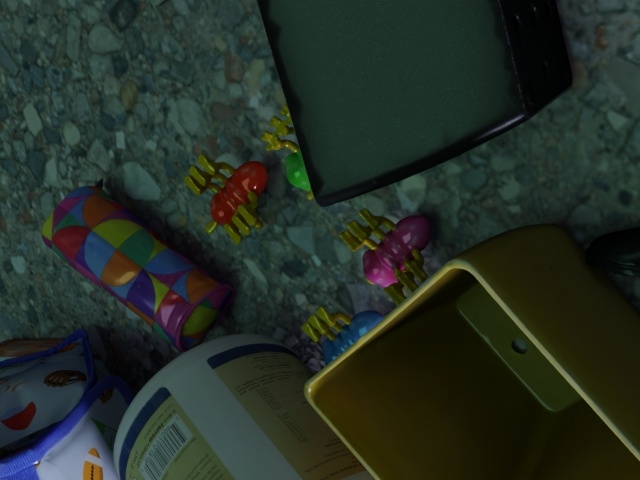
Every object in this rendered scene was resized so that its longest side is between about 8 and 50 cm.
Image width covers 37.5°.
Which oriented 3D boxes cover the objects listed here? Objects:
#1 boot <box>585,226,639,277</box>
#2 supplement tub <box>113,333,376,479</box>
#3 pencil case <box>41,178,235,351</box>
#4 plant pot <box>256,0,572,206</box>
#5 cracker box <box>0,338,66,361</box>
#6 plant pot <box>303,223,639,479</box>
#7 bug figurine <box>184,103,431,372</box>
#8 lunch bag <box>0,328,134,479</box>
[{"bbox_3d":[0.264,-0.021,0.716,0.121,0.045,0.099,9,115,31],"label":"boot"},{"bbox_3d":[-0.035,0.263,0.906,0.316,0.228,0.228,43,133,40],"label":"supplement tub"},{"bbox_3d":[-0.209,0.028,1.077,0.236,0.104,0.104,36,128,22],"label":"pencil case"},{"bbox_3d":[0.083,-0.150,0.713,0.167,0.188,0.187,-9,104,33],"label":"plant pot"},{"bbox_3d":[-0.384,0.255,1.335,0.156,0.067,0.232,-5,108,38],"label":"cracker box"},{"bbox_3d":[0.157,0.108,0.757,0.212,0.187,0.212,49,132,5],"label":"plant pot"},{"bbox_3d":[0.000,0.000,0.913,0.279,0.072,0.216,52,130,9],"label":"bug figurine"},{"bbox_3d":[-0.285,0.313,1.087,0.328,0.239,0.385,70,167,-13],"label":"lunch bag"}]
